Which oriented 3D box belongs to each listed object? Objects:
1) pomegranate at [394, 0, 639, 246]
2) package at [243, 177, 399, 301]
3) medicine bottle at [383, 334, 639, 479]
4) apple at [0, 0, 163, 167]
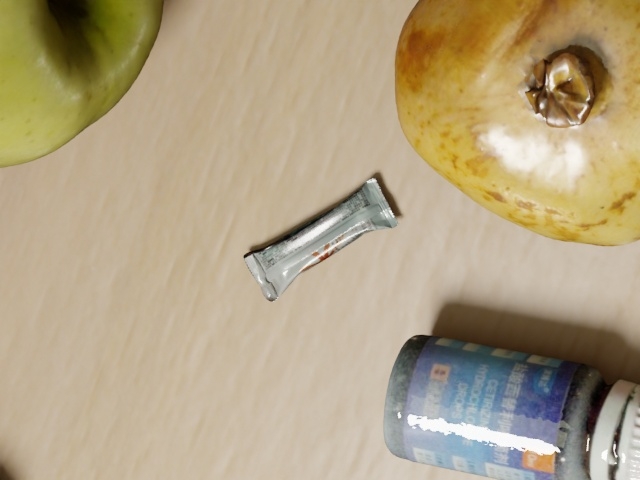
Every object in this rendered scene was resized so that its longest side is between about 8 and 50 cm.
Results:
[{"bbox_3d":[0.143,-0.101,1.126,0.215,0.215,0.215,4,102,20],"label":"pomegranate"},{"bbox_3d":[0.000,0.000,1.303,0.110,0.015,0.037,-31,90,24],"label":"package"},{"bbox_3d":[0.145,0.115,1.237,0.203,0.083,0.083,10,104,16],"label":"medicine bottle"},{"bbox_3d":[-0.222,-0.171,1.235,0.262,0.262,0.262,4,102,20],"label":"apple"}]
